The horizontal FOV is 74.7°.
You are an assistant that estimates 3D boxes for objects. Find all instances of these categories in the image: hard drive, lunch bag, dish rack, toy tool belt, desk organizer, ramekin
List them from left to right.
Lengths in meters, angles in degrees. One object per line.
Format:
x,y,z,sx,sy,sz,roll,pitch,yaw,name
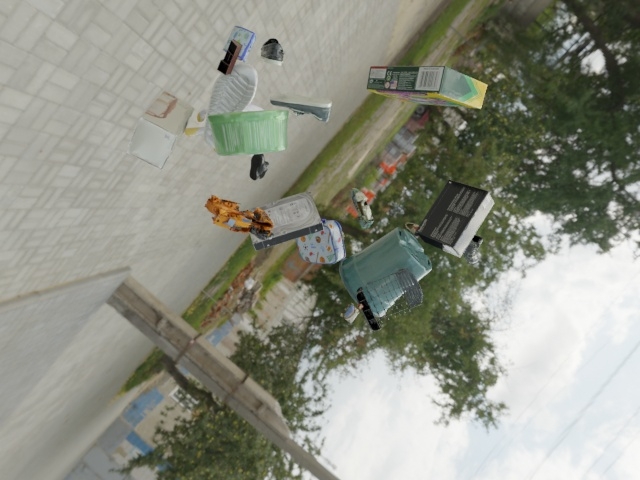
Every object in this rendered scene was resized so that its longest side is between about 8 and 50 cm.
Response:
-0.369,-0.740,1.698,0.130,0.047,0.050,-55,-174,31,desk organizer
-0.359,-0.894,1.912,0.151,0.096,0.129,39,-76,48,lunch bag
-0.265,-0.406,1.586,0.303,0.303,0.148,-47,135,-68,ramekin
-0.177,-0.100,2.005,0.338,0.237,0.064,-17,140,-2,hard drive
0.000,0.000,2.258,0.303,0.243,0.114,0,-162,43,lunch bag
0.115,0.260,1.558,0.083,0.051,0.052,-52,-175,-9,toy tool belt
0.304,0.249,1.815,0.271,0.208,0.074,-24,-162,7,dish rack

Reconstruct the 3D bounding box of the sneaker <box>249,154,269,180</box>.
-0.240,-0.303,1.681,0.089,0.051,0.170,-49,171,-41,sneaker

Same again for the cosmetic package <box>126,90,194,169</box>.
-0.563,-0.399,1.498,0.153,0.129,0.296,-52,-156,26,cosmetic package

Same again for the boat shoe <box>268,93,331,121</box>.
-0.100,-0.625,1.978,0.116,0.319,0.099,-54,152,-49,boat shoe

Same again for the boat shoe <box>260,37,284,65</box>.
-0.247,-0.982,2.166,0.340,0.127,0.113,-99,-161,-62,boat shoe

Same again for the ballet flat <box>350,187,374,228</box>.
0.177,-0.143,1.719,0.070,0.189,0.070,-16,163,-5,ballet flat

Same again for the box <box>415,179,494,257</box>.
0.532,-0.091,1.665,0.261,0.184,0.103,-56,138,-4,box

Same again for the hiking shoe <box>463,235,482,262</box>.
0.773,0.032,2.126,0.114,0.227,0.086,-21,-140,28,hiking shoe

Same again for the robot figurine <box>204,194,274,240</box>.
-0.317,-0.091,1.720,0.290,0.211,0.085,14,115,-39,robot figurine

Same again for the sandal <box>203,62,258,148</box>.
-0.416,-0.608,1.874,0.416,0.169,0.102,-54,-159,26,sandal

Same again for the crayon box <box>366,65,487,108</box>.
0.426,-0.620,1.695,0.313,0.362,0.106,-4,110,-42,crayon box

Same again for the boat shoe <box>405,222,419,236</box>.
0.435,-0.054,1.931,0.049,0.043,0.137,-49,-163,1,boat shoe

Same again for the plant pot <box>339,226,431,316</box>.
0.322,0.132,2.007,0.334,0.341,0.341,-41,-177,25,plant pot

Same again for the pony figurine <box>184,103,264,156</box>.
-0.446,-0.566,2.119,0.363,0.351,0.303,-14,-119,37,pony figurine
